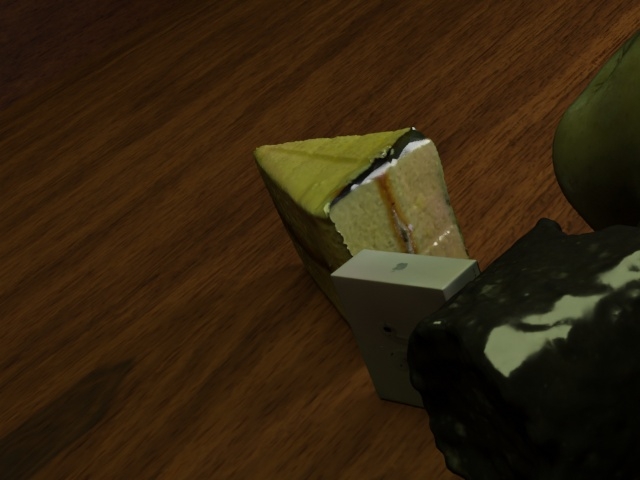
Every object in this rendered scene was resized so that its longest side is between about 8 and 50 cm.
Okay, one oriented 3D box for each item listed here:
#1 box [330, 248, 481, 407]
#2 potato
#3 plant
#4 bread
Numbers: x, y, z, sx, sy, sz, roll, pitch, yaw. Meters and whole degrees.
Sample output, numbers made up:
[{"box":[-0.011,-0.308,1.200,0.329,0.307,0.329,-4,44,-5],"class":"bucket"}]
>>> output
[{"box":[0.088,0.077,1.014,0.129,0.130,0.051,5,33,47],"class":"box"},{"box":[0.359,-0.081,0.970,0.326,0.243,0.221,-2,21,42],"class":"potato"},{"box":[0.210,0.069,0.840,0.276,0.199,0.188,-27,18,-16],"class":"plant"},{"box":[-0.002,-0.001,1.235,0.264,0.167,0.163,-2,30,46],"class":"bread"}]
